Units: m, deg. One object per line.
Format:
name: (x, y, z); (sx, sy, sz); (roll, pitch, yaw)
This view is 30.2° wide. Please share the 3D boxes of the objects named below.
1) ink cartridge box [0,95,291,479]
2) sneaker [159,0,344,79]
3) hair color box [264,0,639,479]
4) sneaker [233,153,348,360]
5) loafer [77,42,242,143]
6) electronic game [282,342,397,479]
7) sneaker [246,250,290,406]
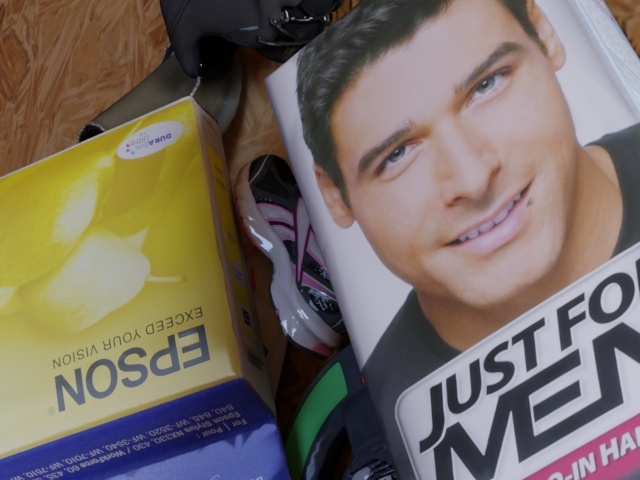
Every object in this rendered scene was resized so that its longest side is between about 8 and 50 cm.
ink cartridge box: (-0.188, 0.087, 0.837); (0.304, 0.072, 0.307); (-21, 60, 13)
sneaker: (-0.015, -0.206, 0.888); (0.286, 0.109, 0.130); (-20, 79, 44)
hair color box: (0.112, 0.015, 0.607); (0.185, 0.114, 0.374); (-36, 50, 22)
sneaker: (0.000, 0.000, 0.830); (0.077, 0.072, 0.178); (-35, 50, 13)
loafer: (-0.144, -0.082, 0.975); (0.094, 0.087, 0.251); (-4, 58, 50)
electronic game: (0.043, 0.165, 0.720); (0.229, 0.048, 0.229); (-21, 62, 47)
sneaker: (-0.069, 0.083, 0.857); (0.057, 0.075, 0.161); (-3, 76, 63)
